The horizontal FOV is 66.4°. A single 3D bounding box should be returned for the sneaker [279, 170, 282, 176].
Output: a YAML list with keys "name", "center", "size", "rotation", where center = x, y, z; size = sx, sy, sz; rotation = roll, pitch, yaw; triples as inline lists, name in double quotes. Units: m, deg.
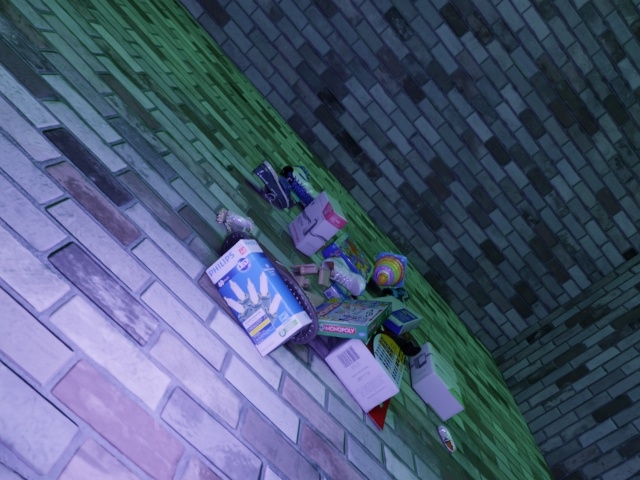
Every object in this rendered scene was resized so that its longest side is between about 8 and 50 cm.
- name: "sneaker"
  center: [-0.171, -0.323, 2.495]
  size: [0.043, 0.040, 0.109]
  rotation: [14, -7, 45]

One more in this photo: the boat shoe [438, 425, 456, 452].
- name: "boat shoe"
  center: [0.463, 0.727, 1.791]
  size: [0.035, 0.035, 0.100]
  rotation: [29, 32, -60]

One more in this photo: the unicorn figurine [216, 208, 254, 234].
- name: "unicorn figurine"
  center: [-0.250, -0.053, 1.539]
  size: [0.162, 0.060, 0.111]
  rotation: [42, 17, -30]

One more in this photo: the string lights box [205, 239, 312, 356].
- name: "string lights box"
  center: [-0.154, 0.138, 1.212]
  size: [0.260, 0.133, 0.076]
  rotation: [53, 16, 12]

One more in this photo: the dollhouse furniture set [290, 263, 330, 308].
- name: "dollhouse furniture set"
  center: [-0.060, 0.161, 1.643]
  size: [0.144, 0.123, 0.151]
  rotation: [30, 60, -52]

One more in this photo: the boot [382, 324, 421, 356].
- name: "boot"
  center: [0.282, 0.350, 2.073]
  size: [0.264, 0.096, 0.280]
  rotation: [17, 28, -43]

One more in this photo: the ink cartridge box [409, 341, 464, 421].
- name: "ink cartridge box"
  center: [0.477, 0.579, 2.032]
  size: [0.198, 0.114, 0.273]
  rotation: [49, 15, -6]

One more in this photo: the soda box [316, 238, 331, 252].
- name: "soda box"
  center: [0.000, 0.000, 2.142]
  size: [0.058, 0.061, 0.181]
  rotation: [50, 14, -2]

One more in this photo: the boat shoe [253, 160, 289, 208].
- name: "boat shoe"
  center: [-0.202, -0.215, 2.020]
  size: [0.095, 0.079, 0.255]
  rotation: [48, -11, 37]

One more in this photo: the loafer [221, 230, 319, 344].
- name: "loafer"
  center: [-0.120, 0.119, 1.356]
  size: [0.366, 0.133, 0.130]
  rotation: [53, 15, 11]

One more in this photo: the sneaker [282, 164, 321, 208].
- name: "sneaker"
  center: [-0.104, -0.242, 2.351]
  size: [0.182, 0.127, 0.316]
  rotation: [5, 49, -56]

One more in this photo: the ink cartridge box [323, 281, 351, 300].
- name: "ink cartridge box"
  center: [0.100, 0.255, 1.848]
  size: [0.207, 0.046, 0.097]
  rotation: [51, 13, 3]

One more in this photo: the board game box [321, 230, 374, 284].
- name: "board game box"
  center: [0.138, 0.091, 2.294]
  size: [0.233, 0.078, 0.347]
  rotation: [50, 15, 0]

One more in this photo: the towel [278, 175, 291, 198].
- name: "towel"
  center: [-0.149, -0.224, 2.066]
  size: [0.067, 0.029, 0.119]
  rotation: [57, -9, 15]

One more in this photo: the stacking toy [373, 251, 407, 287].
- name: "stacking toy"
  center: [0.323, 0.171, 2.426]
  size: [0.165, 0.175, 0.302]
  rotation: [10, 12, 16]

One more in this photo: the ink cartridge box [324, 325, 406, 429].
- name: "ink cartridge box"
  center: [0.175, 0.400, 1.552]
  size: [0.272, 0.130, 0.309]
  rotation: [52, 14, 4]

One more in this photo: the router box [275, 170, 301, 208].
- name: "router box"
  center: [-0.171, -0.231, 2.232]
  size: [0.179, 0.046, 0.133]
  rotation: [49, 15, -4]

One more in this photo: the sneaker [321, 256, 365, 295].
- name: "sneaker"
  center: [0.092, 0.150, 1.975]
  size: [0.092, 0.088, 0.228]
  rotation: [2, 29, -41]

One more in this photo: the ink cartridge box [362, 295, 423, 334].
- name: "ink cartridge box"
  center: [0.295, 0.305, 2.013]
  size: [0.175, 0.069, 0.371]
  rotation: [35, 9, 24]

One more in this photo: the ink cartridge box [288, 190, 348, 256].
- name: "ink cartridge box"
  center: [-0.015, -0.066, 1.954]
  size: [0.092, 0.218, 0.159]
  rotation: [32, 22, -36]

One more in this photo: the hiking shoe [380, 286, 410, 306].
- name: "hiking shoe"
  center: [0.372, 0.277, 2.465]
  size: [0.132, 0.113, 0.304]
  rotation: [46, 12, 0]

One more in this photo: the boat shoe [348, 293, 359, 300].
- name: "boat shoe"
  center: [0.135, 0.240, 1.986]
  size: [0.050, 0.045, 0.135]
  rotation: [51, 15, 3]

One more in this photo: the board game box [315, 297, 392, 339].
- name: "board game box"
  center: [0.085, 0.237, 1.524]
  size: [0.317, 0.213, 0.046]
  rotation: [-14, 106, -69]
